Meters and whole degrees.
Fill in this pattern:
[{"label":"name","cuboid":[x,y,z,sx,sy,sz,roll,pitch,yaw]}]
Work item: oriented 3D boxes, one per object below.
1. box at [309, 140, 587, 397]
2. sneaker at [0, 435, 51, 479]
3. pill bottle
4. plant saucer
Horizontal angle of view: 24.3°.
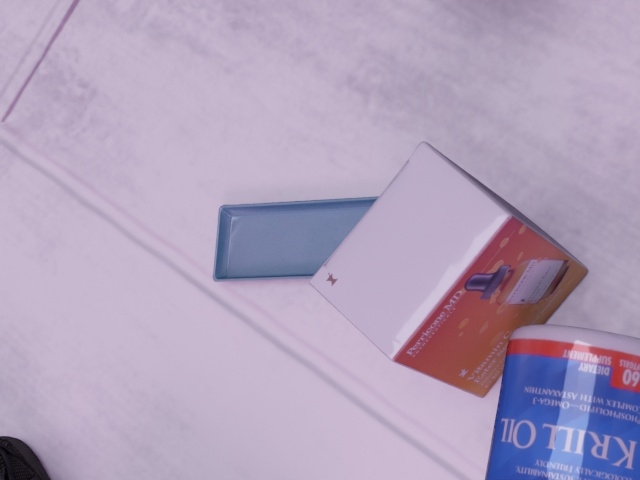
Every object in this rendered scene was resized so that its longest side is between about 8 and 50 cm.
[{"label":"box","cuboid":[0.096,0.026,1.064,0.091,0.170,0.130,43,99,30]},{"label":"sneaker","cuboid":[-0.246,0.243,1.211,0.087,0.130,0.227,-49,63,9]},{"label":"pill bottle","cuboid":[0.172,0.176,1.010,0.124,0.124,0.221,4,79,29]},{"label":"plant saucer","cuboid":[0.000,0.000,1.212,0.192,0.018,0.067,-3,75,28]}]
